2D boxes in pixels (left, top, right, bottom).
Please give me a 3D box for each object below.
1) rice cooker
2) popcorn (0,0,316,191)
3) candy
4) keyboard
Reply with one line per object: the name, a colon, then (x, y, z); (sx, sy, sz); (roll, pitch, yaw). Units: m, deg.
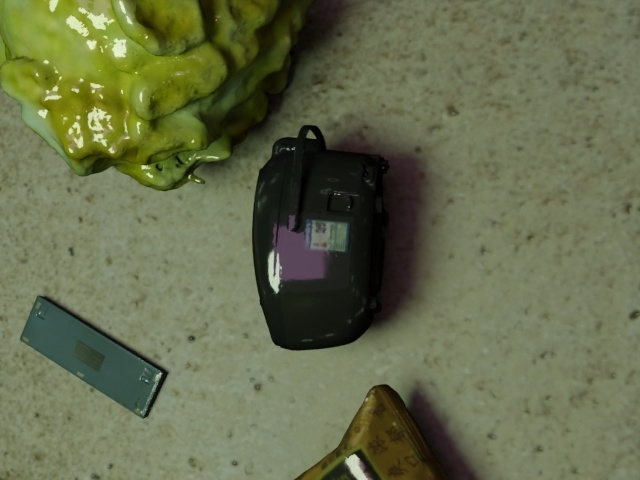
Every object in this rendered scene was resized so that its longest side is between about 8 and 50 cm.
rice cooker: (0.000, -0.001, 0.879); (0.118, 0.142, 0.203); (3, 86, 9)
popcorn: (-0.150, -0.217, 0.899); (0.312, 0.312, 0.312); (-2, 83, 20)
candy: (-0.002, 0.264, 0.874); (0.271, 0.101, 0.143); (-42, 66, 17)
keyboard: (-0.242, 0.121, 1.022); (0.176, 0.014, 0.055); (27, 95, 21)
